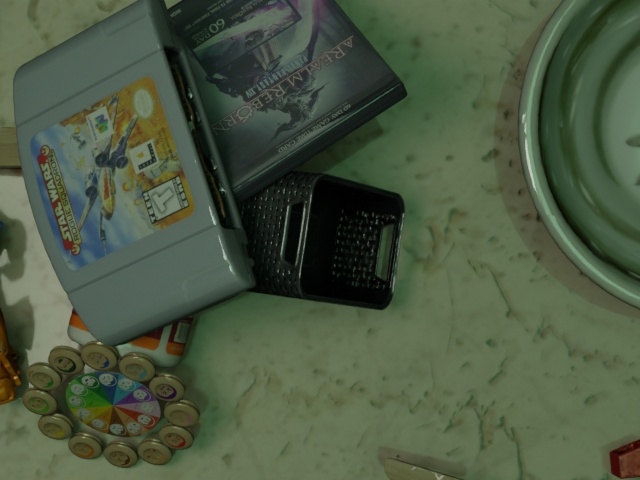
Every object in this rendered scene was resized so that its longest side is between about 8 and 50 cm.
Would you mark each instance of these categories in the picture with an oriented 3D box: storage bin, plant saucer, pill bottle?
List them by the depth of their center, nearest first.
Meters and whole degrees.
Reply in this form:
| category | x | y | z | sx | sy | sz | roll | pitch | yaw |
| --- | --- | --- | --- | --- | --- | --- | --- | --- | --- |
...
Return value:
| category | x | y | z | sx | sy | sz | roll | pitch | yaw |
| --- | --- | --- | --- | --- | --- | --- | --- | --- | --- |
| storage bin | 0.000 | 0.000 | 1.519 | 0.084 | 0.180 | 0.122 | 7 | 88 | 34 |
| pill bottle | -0.172 | 0.010 | 1.551 | 0.121 | 0.121 | 0.221 | 16 | 87 | -1 |
| plant saucer | 0.397 | -0.114 | 1.578 | 0.400 | 0.100 | 0.401 | 0 | 88 | -2 |

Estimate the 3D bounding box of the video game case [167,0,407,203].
| category | x | y | z | sx | sy | sz | roll | pitch | yaw |
| --- | --- | --- | --- | --- | --- | --- | --- | --- | --- |
| video game case | -0.060 | -0.177 | 1.526 | 0.196 | 0.026 | 0.274 | -33 | 49 | -2 |

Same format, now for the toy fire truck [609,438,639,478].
| category | x | y | z | sx | sy | sz | roll | pitch | yaw |
| --- | --- | --- | --- | --- | --- | --- | --- | --- | --- |
| toy fire truck | 0.409 | 0.266 | 1.592 | 0.192 | 0.047 | 0.135 | -9 | 87 | -2 |

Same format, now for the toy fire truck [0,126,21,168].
| category | x | y | z | sx | sy | sz | roll | pitch | yaw |
| --- | --- | --- | --- | --- | --- | --- | --- | --- | --- |
| toy fire truck | -0.393 | -0.163 | 1.555 | 0.246 | 0.158 | 0.217 | 14 | 93 | -21 |

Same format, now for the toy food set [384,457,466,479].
| category | x | y | z | sx | sy | sz | roll | pitch | yaw |
| --- | --- | --- | --- | --- | --- | --- | --- | --- | --- |
| toy food set | 0.125 | 0.333 | 1.567 | 0.128 | 0.071 | 0.218 | 6 | 95 | 23 |

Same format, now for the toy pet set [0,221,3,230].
| category | x | y | z | sx | sy | sz | roll | pitch | yaw |
| --- | --- | --- | --- | --- | --- | --- | --- | --- | --- |
| toy pet set | -0.388 | -0.018 | 1.553 | 0.114 | 0.122 | 0.065 | 31 | 82 | -16 |

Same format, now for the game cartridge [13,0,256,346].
| category | x | y | z | sx | sy | sz | roll | pitch | yaw |
| --- | --- | --- | --- | --- | --- | --- | --- | --- | --- |
| game cartridge | -0.188 | -0.060 | 1.454 | 0.198 | 0.062 | 0.297 | -23 | 78 | 21 |

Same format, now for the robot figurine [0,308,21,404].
| category | x | y | z | sx | sy | sz | roll | pitch | yaw |
| --- | --- | --- | --- | --- | --- | --- | --- | --- | --- |
| robot figurine | -0.411 | 0.068 | 1.480 | 0.211 | 0.291 | 0.085 | -23 | 46 | -1 |

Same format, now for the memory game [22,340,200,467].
| category | x | y | z | sx | sy | sz | roll | pitch | yaw |
| --- | --- | --- | --- | --- | --- | --- | --- | --- | --- |
| memory game | -0.212 | 0.170 | 1.538 | 0.186 | 0.012 | 0.186 | 6 | 133 | 6 |
